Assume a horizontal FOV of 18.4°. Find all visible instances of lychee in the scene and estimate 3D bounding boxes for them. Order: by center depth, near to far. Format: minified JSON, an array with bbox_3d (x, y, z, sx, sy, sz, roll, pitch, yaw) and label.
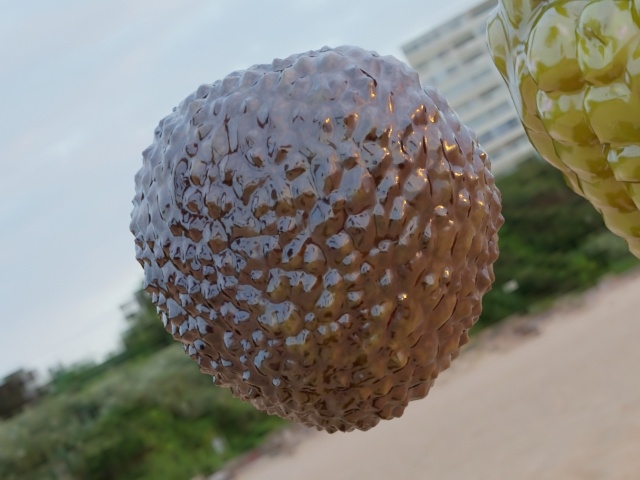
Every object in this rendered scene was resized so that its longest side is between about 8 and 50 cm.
[{"bbox_3d":[-0.001,-0.004,0.977,0.194,0.194,0.194,-27,-5,-3],"label":"lychee"}]

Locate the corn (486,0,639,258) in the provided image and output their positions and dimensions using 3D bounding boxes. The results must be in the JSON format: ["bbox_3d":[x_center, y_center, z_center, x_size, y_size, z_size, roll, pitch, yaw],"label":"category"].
[{"bbox_3d":[0.179,0.011,0.536,0.120,0.363,0.120,-38,28,24],"label":"corn"}]
